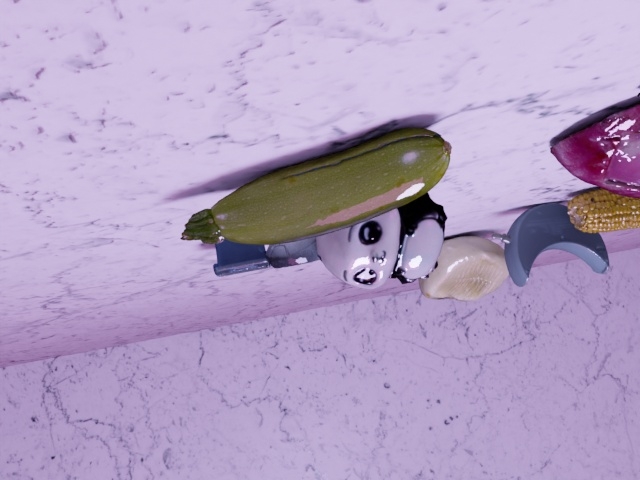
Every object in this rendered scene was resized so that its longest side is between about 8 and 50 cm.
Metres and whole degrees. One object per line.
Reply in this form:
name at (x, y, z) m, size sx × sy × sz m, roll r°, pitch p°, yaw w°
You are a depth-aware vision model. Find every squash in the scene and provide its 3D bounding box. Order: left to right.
squash at (-0.010, -0.049, 0.770) m, size 0.340 × 0.095 × 0.094 m, roll -18°, pitch 169°, yaw 20°

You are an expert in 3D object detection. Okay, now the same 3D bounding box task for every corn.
corn at (0.635, -0.070, 1.334) m, size 0.293 × 0.106 × 0.106 m, roll -11°, pitch 170°, yaw -10°

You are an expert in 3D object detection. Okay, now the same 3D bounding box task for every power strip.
power strip at (0.468, 0.007, 1.377) m, size 0.253 × 0.168 × 0.054 m, roll -4°, pitch 162°, yaw -18°

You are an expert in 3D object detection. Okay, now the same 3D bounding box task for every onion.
onion at (0.442, -0.112, 0.865) m, size 0.247 × 0.111 × 0.250 m, roll -7°, pitch 171°, yaw -32°

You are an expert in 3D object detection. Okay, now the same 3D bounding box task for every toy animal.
toy animal at (0.081, 0.006, 0.975) m, size 0.179 × 0.166 × 0.138 m, roll -5°, pitch -155°, yaw -33°

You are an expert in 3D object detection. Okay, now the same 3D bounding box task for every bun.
bun at (0.345, 0.060, 1.651) m, size 0.229 × 0.145 × 0.229 m, roll -6°, pitch 136°, yaw -6°

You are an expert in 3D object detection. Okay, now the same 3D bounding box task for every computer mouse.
computer mouse at (-0.002, -0.006, 1.076) m, size 0.113 × 0.068 × 0.229 m, roll -9°, pitch -178°, yaw 35°

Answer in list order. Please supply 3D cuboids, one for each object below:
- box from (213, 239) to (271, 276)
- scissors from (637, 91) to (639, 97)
box at (-0.133, 0.024, 1.124) m, size 0.099 × 0.054 × 0.074 m, roll -10°, pitch 168°, yaw -8°
scissors at (0.442, -0.197, 0.618) m, size 0.160 × 0.024 × 0.317 m, roll -5°, pitch 168°, yaw -34°
